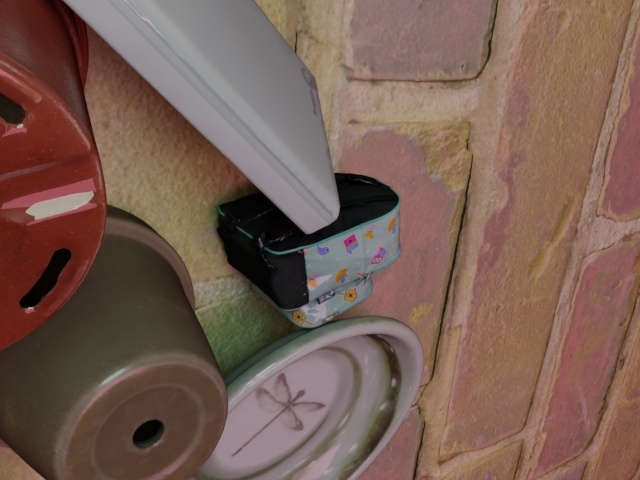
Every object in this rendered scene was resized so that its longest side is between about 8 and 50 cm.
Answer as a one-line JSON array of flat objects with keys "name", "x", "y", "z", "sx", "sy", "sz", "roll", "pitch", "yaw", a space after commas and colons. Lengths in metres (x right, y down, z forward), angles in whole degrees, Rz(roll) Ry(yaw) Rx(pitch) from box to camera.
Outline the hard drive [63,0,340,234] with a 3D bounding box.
[{"name": "hard drive", "x": -0.105, "y": -0.187, "z": 0.559, "sx": 0.047, "sy": 0.232, "sz": 0.353, "roll": -27, "pitch": 135, "yaw": 19}]

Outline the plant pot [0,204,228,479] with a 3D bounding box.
[{"name": "plant pot", "x": -0.206, "y": 0.121, "z": 0.610, "sx": 0.263, "sy": 0.229, "sz": 0.262, "roll": -17, "pitch": 121, "yaw": -31}]

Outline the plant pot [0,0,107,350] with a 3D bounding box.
[{"name": "plant pot", "x": -0.261, "y": -0.076, "z": 0.407, "sx": 0.273, "sy": 0.265, "sz": 0.272, "roll": -17, "pitch": 131, "yaw": -20}]

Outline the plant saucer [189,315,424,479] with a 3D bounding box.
[{"name": "plant saucer", "x": -0.046, "y": 0.235, "z": 0.849, "sx": 0.401, "sy": 0.100, "sz": 0.400, "roll": -25, "pitch": 138, "yaw": -26}]

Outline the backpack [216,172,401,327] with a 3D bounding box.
[{"name": "backpack", "x": 0.000, "y": 0.000, "z": 0.759, "sx": 0.188, "sy": 0.166, "sz": 0.144, "roll": -29, "pitch": 123, "yaw": -24}]
